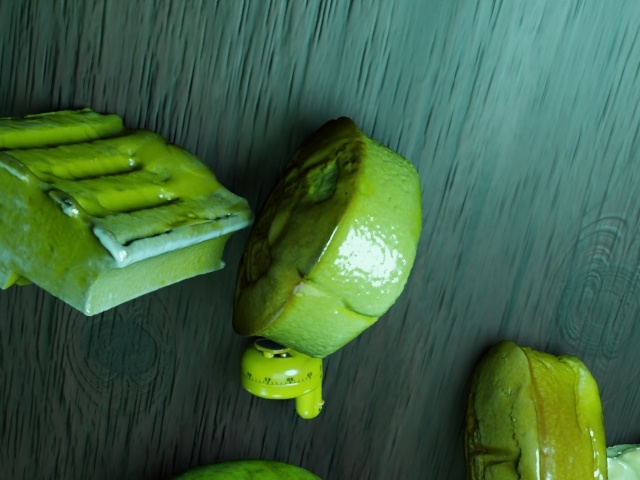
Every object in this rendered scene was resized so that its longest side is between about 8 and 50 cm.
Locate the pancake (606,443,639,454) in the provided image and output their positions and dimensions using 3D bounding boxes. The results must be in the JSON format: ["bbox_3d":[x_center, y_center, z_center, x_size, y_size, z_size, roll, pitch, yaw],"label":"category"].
[{"bbox_3d":[0.415,0.348,1.503,0.158,0.028,0.158,0,105,2],"label":"pancake"}]

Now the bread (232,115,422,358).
[{"bbox_3d":[0.000,0.000,1.247,0.148,0.270,0.270,28,110,-19],"label":"bread"}]

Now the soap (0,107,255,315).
[{"bbox_3d":[-0.242,-0.037,1.186,0.259,0.281,0.143,30,107,18],"label":"soap"}]

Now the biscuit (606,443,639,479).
[{"bbox_3d":[0.425,0.314,1.456,0.299,0.045,0.154,-21,101,10],"label":"biscuit"}]

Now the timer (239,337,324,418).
[{"bbox_3d":[-0.048,0.169,1.396,0.107,0.107,0.109,-1,107,1],"label":"timer"}]

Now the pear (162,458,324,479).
[{"bbox_3d":[-0.096,0.443,1.393,0.413,0.352,0.352,16,111,-12],"label":"pear"}]

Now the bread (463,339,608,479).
[{"bbox_3d":[0.254,0.257,1.357,0.142,0.270,0.195,6,157,-11],"label":"bread"}]
